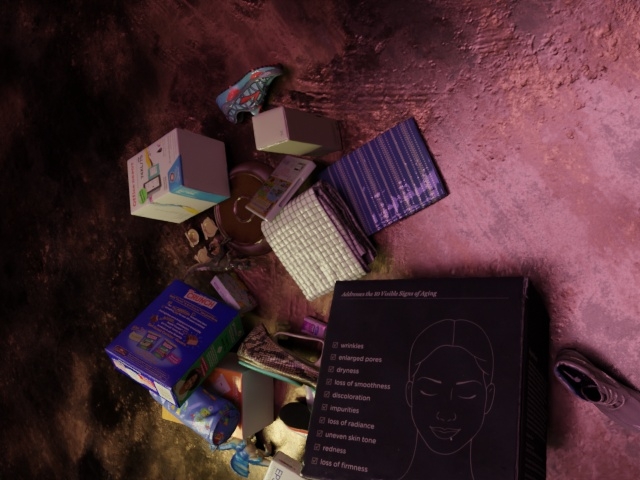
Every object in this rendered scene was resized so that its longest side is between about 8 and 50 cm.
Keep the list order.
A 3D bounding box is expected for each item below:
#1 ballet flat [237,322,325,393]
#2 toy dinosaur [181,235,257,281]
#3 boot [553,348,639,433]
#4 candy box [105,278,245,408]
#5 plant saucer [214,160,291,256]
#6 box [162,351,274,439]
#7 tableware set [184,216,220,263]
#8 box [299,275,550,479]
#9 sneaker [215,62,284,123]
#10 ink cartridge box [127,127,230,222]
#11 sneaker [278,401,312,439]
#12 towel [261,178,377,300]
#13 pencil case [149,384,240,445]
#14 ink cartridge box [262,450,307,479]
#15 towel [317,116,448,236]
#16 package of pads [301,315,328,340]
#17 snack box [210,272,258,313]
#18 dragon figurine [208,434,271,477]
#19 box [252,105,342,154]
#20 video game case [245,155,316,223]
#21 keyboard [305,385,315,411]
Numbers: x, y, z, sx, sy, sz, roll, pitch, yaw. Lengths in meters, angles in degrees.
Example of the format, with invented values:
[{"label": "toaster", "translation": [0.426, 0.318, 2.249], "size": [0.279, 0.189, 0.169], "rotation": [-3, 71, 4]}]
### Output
[{"label": "ballet flat", "translation": [-0.014, 0.382, 1.663], "size": [0.482, 0.164, 0.182], "rotation": [26, 76, 16]}, {"label": "toy dinosaur", "translation": [-0.328, 0.057, 1.816], "size": [0.268, 0.064, 0.118], "rotation": [-10, 57, 21]}, {"label": "boot", "translation": [0.643, 0.357, 1.293], "size": [0.258, 0.123, 0.095], "rotation": [37, 111, 23]}, {"label": "candy box", "translation": [-0.434, 0.303, 1.737], "size": [0.268, 0.317, 0.122], "rotation": [23, 142, 23]}, {"label": "plant saucer", "translation": [-0.233, -0.102, 1.826], "size": [0.310, 0.050, 0.311], "rotation": [2, 94, 31]}, {"label": "box", "translation": [-0.338, 0.488, 1.862], "size": [0.345, 0.168, 0.215], "rotation": [2, 95, 30]}, {"label": "tableware set", "translation": [-0.389, 0.009, 1.925], "size": [0.168, 0.020, 0.141], "rotation": [-31, 82, 39]}, {"label": "box", "translation": [0.257, 0.353, 1.322], "size": [0.479, 0.297, 0.472], "rotation": [-3, 64, 31]}, {"label": "sneaker", "translation": [-0.199, -0.452, 1.766], "size": [0.261, 0.104, 0.125], "rotation": [-25, 98, 34]}, {"label": "ink cartridge box", "translation": [-0.459, -0.200, 1.834], "size": [0.270, 0.197, 0.198], "rotation": [-22, 70, 36]}, {"label": "sneaker", "translation": [-0.012, 0.586, 1.705], "size": [0.270, 0.090, 0.145], "rotation": [6, 128, 47]}, {"label": "towel", "translation": [0.000, 0.000, 1.601], "size": [0.235, 0.121, 0.284], "rotation": [-31, 98, 33]}, {"label": "pencil case", "translation": [-0.384, 0.485, 1.722], "size": [0.306, 0.119, 0.133], "rotation": [27, 93, 27]}, {"label": "ink cartridge box", "translation": [-0.053, 0.861, 1.739], "size": [0.330, 0.071, 0.324], "rotation": [26, 107, 15]}, {"label": "towel", "translation": [0.164, -0.157, 1.597], "size": [0.336, 0.040, 0.243], "rotation": [-28, 78, 27]}, {"label": "package of pads", "translation": [-0.015, 0.267, 1.732], "size": [0.083, 0.032, 0.050], "rotation": [19, 101, 28]}, {"label": "snack box", "translation": [-0.277, 0.170, 1.840], "size": [0.141, 0.100, 0.037], "rotation": [49, 115, 18]}, {"label": "dragon figurine", "translation": [-0.237, 0.710, 1.861], "size": [0.289, 0.085, 0.144], "rotation": [39, 113, 10]}, {"label": "box", "translation": [-0.058, -0.294, 1.573], "size": [0.113, 0.275, 0.094], "rotation": [-11, 87, 31]}, {"label": "video game case", "translation": [-0.120, -0.153, 1.644], "size": [0.206, 0.026, 0.227], "rotation": [-52, 25, -4]}, {"label": "keyboard", "translation": [-0.003, 0.558, 1.761], "size": [0.072, 0.014, 0.256], "rotation": [-7, 91, 26]}]
